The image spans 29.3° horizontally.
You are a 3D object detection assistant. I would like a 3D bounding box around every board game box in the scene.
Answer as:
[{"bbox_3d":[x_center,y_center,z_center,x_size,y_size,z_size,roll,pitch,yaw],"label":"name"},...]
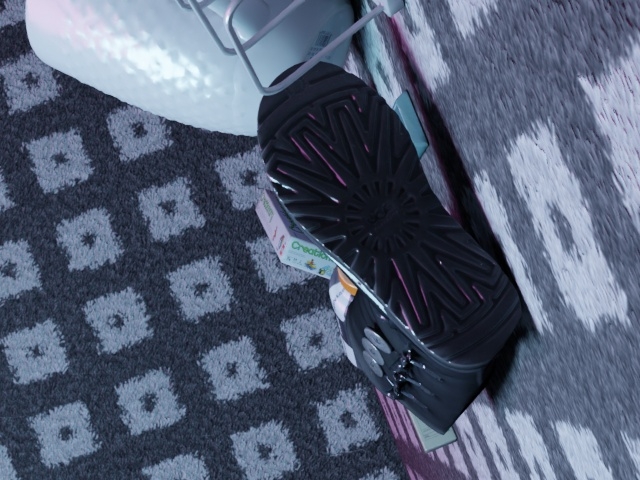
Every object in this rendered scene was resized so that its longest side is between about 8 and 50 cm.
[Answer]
[{"bbox_3d":[0.000,0.000,2.167,0.305,0.193,0.053,-123,54,-69],"label":"board game box"}]

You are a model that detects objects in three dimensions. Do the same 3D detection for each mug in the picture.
[{"bbox_3d":[-0.150,-0.278,1.435,0.328,0.276,0.374,26,179,13],"label":"mug"}]

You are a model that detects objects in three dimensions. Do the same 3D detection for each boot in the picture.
[{"bbox_3d":[0.071,0.030,1.398,0.367,0.146,0.445,57,176,14],"label":"boot"}]

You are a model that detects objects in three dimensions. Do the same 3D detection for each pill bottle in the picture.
[{"bbox_3d":[0.083,0.096,1.867,0.245,0.130,0.130,75,173,-57],"label":"pill bottle"}]

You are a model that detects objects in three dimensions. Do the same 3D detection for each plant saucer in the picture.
[{"bbox_3d":[0.095,-0.119,1.418,0.192,0.018,0.067,110,139,-82],"label":"plant saucer"}]

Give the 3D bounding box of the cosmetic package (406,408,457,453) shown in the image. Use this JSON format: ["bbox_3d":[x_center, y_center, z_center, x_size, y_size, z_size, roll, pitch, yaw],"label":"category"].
[{"bbox_3d":[0.183,0.298,2.082,0.041,0.060,0.115,77,172,-71],"label":"cosmetic package"}]

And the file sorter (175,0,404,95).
[{"bbox_3d":[-0.083,-0.299,1.136,0.277,0.173,0.193,48,176,21],"label":"file sorter"}]
